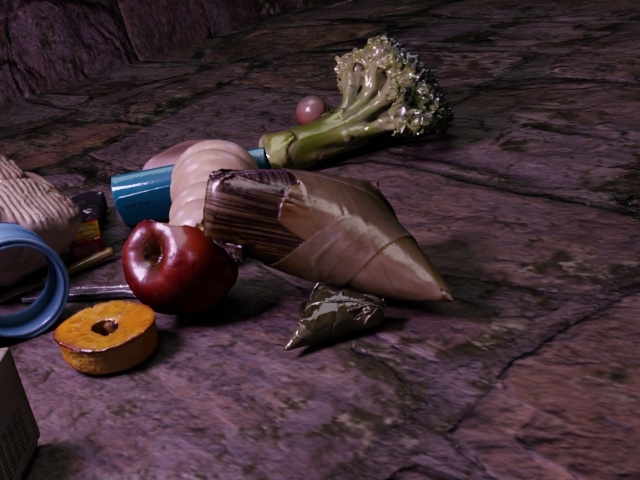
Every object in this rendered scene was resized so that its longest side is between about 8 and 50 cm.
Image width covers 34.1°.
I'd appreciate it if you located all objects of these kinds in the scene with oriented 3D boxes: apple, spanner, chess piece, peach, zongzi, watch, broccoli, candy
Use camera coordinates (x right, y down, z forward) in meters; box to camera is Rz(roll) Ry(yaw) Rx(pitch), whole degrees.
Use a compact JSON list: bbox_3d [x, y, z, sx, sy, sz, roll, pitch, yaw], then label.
[{"bbox_3d":[-0.199,0.043,1.548,0.156,0.147,0.158,-39,-30,22],"label":"apple"},{"bbox_3d":[-0.352,0.086,1.709,0.326,0.026,0.093,-6,22,22],"label":"spanner"},{"bbox_3d":[-0.190,-0.049,1.818,0.167,0.167,0.299,-11,27,4],"label":"chess piece"},{"bbox_3d":[-0.019,-0.301,2.464,0.083,0.083,0.083,-11,20,4],"label":"peach"},{"bbox_3d":[0.000,0.000,1.423,0.289,0.154,0.317,6,15,-21],"label":"zongzi"},{"bbox_3d":[-0.496,0.065,1.606,0.193,0.211,0.211,-38,27,-14],"label":"watch"},{"bbox_3d":[0.066,-0.270,2.209,0.397,0.274,0.353,-28,-3,17],"label":"broccoli"},{"bbox_3d":[-0.442,-0.001,1.965,0.062,0.038,0.122,-16,20,-11],"label":"candy"},{"bbox_3d":[0.023,0.115,1.386,0.109,0.055,0.119,9,45,22],"label":"zongzi"}]

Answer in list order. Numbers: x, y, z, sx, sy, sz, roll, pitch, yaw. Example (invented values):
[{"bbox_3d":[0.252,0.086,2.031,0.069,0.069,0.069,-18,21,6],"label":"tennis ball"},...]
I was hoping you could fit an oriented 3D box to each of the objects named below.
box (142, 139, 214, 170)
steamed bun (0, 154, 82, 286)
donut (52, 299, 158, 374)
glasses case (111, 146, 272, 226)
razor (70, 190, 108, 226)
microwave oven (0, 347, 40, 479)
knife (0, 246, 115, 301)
[{"bbox_3d":[-0.284,-0.152,2.203,0.146,0.088,0.200,3,24,32],"label":"box"},{"bbox_3d":[-0.607,-0.022,1.816,0.310,0.219,0.324,31,18,7],"label":"steamed bun"},{"bbox_3d":[-0.299,0.140,1.481,0.152,0.058,0.152,-10,21,4],"label":"donut"},{"bbox_3d":[-0.240,-0.097,2.007,0.301,0.117,0.070,-10,57,6],"label":"glasses case"},{"bbox_3d":[-0.475,-0.053,2.099,0.090,0.054,0.148,-13,19,-2],"label":"razor"},{"bbox_3d":[-0.472,0.240,1.194,0.241,0.145,0.194,-11,23,3],"label":"microwave oven"},{"bbox_3d":[-0.499,0.076,1.829,0.298,0.017,0.047,-26,22,-24],"label":"knife"}]
